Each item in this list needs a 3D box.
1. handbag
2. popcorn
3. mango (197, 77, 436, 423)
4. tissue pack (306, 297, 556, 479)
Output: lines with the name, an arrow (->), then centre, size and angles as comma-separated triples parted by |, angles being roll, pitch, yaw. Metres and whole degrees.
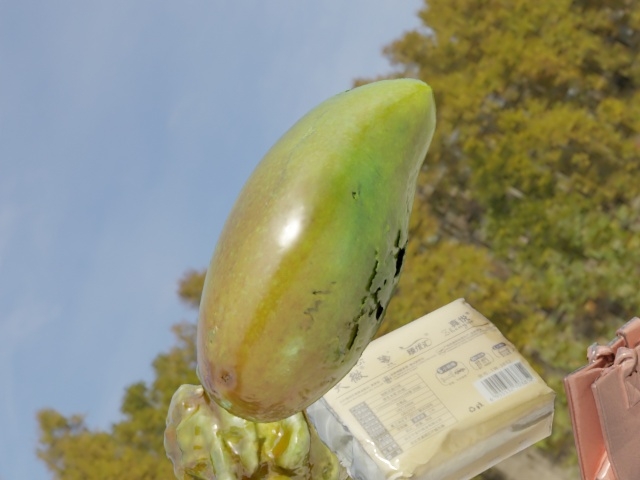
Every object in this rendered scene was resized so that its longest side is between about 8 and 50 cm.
handbag -> 0.334, 0.148, 1.320 | 0.212, 0.059, 0.157 | -30, -64, -34
popcorn -> -0.057, 0.249, 1.846 | 0.326, 0.321, 0.290 | -26, -13, 7
mango -> 0.000, 0.000, 0.795 | 0.111, 0.125, 0.232 | 33, -95, -30
tissue pack -> 0.114, 0.177, 1.421 | 0.222, 0.186, 0.090 | -27, -43, -20
